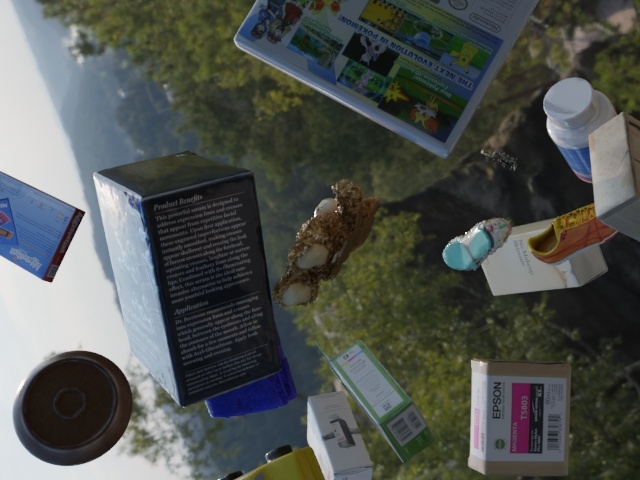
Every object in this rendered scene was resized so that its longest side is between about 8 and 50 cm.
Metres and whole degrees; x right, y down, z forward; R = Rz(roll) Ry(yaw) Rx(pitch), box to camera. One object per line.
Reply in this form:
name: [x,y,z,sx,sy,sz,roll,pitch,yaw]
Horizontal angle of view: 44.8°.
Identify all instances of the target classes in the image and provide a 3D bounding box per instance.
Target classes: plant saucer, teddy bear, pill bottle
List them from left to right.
plant saucer: [-0.356,0.235,1.114,0.168,0.168,0.029,64,162,19]
teddy bear: [0.000,0.000,1.491,0.113,0.338,0.245,25,138,13]
pill bottle: [0.506,-0.210,1.476,0.221,0.124,0.124,36,-163,-47]

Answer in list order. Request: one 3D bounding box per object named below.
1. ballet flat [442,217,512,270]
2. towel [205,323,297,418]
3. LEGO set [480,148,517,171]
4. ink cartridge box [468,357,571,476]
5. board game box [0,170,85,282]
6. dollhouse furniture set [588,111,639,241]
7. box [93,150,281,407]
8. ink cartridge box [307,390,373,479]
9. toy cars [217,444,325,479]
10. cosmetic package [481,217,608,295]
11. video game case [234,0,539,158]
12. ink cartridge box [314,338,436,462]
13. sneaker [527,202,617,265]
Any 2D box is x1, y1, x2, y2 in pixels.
ballet flat: [0.354,0.010,1.725,0.091,0.077,0.241,61,160,4]
towel: [-0.202,0.277,1.877,0.076,0.227,0.308,-92,-13,-76]
LEGO set: [0.311,-0.141,1.323,0.054,0.083,0.023,43,113,29]
ink cartridge box: [0.420,0.371,1.635,0.088,0.193,0.235,167,106,-77]
board game box: [-0.570,-0.035,1.473,0.281,0.145,0.027,22,175,32]
dollhouse furniture set: [0.595,-0.128,1.011,0.394,0.256,0.362,-40,34,49]
box: [-0.252,0.058,1.465,0.293,0.212,0.395,22,123,57]
ink cartridge box: [0.039,0.469,1.721,0.218,0.092,0.159,-112,18,-50]
toy cars: [0.000,0.351,0.905,0.393,0.087,0.176,14,96,35]
cosmetic package: [0.548,0.040,1.964,0.309,0.113,0.160,-18,95,62]
video game case: [0.099,-0.313,1.035,0.329,0.300,0.036,30,175,8]
ink cartridge box: [0.079,0.224,1.172,0.209,0.062,0.109,45,169,51]
sneaker: [0.400,-0.019,1.200,0.067,0.175,0.064,27,-144,-34]
